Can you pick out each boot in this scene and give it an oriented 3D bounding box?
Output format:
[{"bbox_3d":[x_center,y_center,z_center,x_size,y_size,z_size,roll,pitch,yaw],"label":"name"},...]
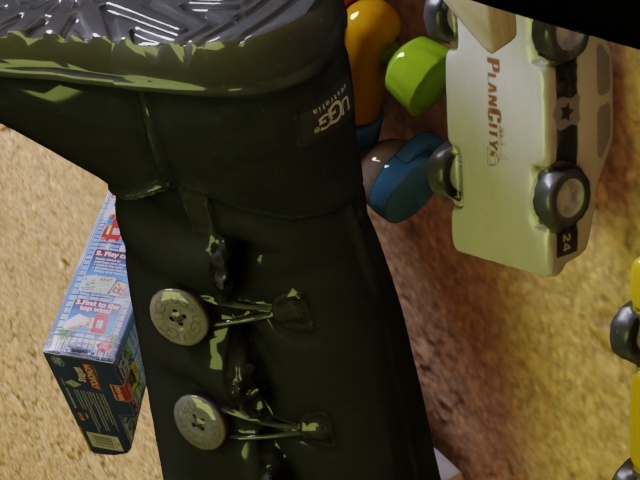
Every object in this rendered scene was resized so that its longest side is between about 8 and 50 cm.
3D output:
[{"bbox_3d":[-0.103,0.029,1.138,0.367,0.146,0.445,15,133,37],"label":"boot"}]

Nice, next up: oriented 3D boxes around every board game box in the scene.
[{"bbox_3d":[-0.152,0.051,1.404,0.060,0.194,0.194,9,152,9],"label":"board game box"}]

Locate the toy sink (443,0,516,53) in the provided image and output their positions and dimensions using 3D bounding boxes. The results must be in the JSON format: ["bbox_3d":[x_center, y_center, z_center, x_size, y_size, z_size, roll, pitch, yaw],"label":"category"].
[{"bbox_3d":[0.066,-0.238,0.860,0.234,0.131,0.153,54,176,24],"label":"toy sink"}]

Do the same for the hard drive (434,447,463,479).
[{"bbox_3d":[-0.013,0.156,1.341,0.307,0.040,0.203,41,143,35],"label":"hard drive"}]

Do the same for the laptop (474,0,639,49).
[{"bbox_3d":[0.187,-0.192,0.579,0.236,0.382,0.408,-104,33,-53],"label":"laptop"}]

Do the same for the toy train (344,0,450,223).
[{"bbox_3d":[0.026,-0.133,1.066,0.143,0.105,0.248,37,138,23],"label":"toy train"}]

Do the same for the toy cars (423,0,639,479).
[{"bbox_3d":[0.171,0.006,0.951,0.393,0.087,0.176,62,143,14],"label":"toy cars"}]
